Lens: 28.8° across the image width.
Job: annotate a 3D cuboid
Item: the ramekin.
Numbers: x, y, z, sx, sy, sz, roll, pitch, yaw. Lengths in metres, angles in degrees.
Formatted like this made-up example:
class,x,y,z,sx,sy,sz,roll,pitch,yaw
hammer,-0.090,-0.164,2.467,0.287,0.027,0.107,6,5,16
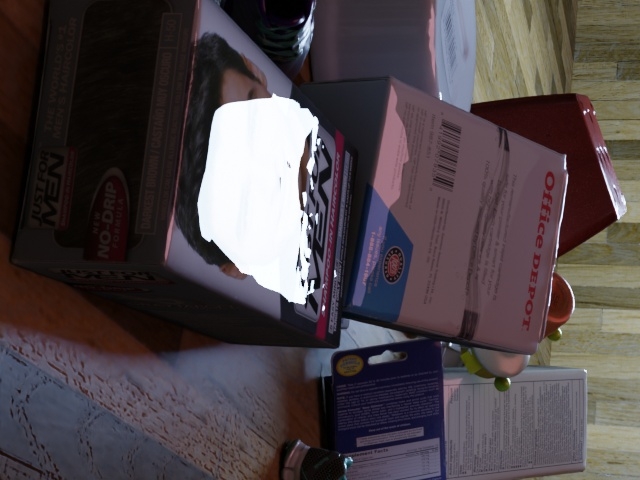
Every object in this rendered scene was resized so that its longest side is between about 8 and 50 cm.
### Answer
class,x,y,z,sx,sy,sz,roll,pitch,yaw
ramekin,0.093,-0.231,1.431,0.277,0.135,0.277,2,90,-72

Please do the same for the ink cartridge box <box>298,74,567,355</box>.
class,x,y,z,sx,sy,sz,roll,pitch,yaw
ink cartridge box,0.105,-0.017,1.277,0.307,0.129,0.223,17,81,-45

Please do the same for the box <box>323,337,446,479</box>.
class,x,y,z,sx,sy,sz,roll,pitch,yaw
box,0.076,0.220,1.425,0.036,0.136,0.225,-141,-133,-68

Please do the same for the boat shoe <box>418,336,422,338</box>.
class,x,y,z,sx,sy,sz,roll,pitch,yaw
boat shoe,0.205,0.088,1.871,0.305,0.091,0.109,-6,97,-72

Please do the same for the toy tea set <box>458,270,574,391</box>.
class,x,y,z,sx,sy,sz,roll,pitch,yaw
toy tea set,0.180,0.025,1.591,0.200,0.124,0.336,-23,83,-35

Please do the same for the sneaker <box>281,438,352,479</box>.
class,x,y,z,sx,sy,sz,roll,pitch,yaw
sneaker,0.006,0.287,1.299,0.065,0.076,0.167,-55,143,-58

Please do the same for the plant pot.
class,x,y,z,sx,sy,sz,roll,pitch,yaw
plant pot,0.291,-0.086,1.774,0.267,0.235,0.267,71,18,1

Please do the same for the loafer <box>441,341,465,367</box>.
class,x,y,z,sx,sy,sz,roll,pitch,yaw
loafer,0.166,0.293,1.734,0.112,0.111,0.320,49,45,-67

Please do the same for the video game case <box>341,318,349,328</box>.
class,x,y,z,sx,sy,sz,roll,pitch,yaw
video game case,0.000,0.000,1.344,0.201,0.023,0.184,20,72,-71

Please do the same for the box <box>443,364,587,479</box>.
class,x,y,z,sx,sy,sz,roll,pitch,yaw
box,0.208,0.237,1.625,0.311,0.121,0.148,6,85,-42

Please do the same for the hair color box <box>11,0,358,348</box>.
class,x,y,z,sx,sy,sz,roll,pitch,yaw
hair color box,-0.080,-0.034,0.952,0.374,0.113,0.185,35,59,-68

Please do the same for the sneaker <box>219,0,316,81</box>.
class,x,y,z,sx,sy,sz,roll,pitch,yaw
sneaker,-0.042,-0.185,1.028,0.224,0.083,0.098,96,-8,-53
